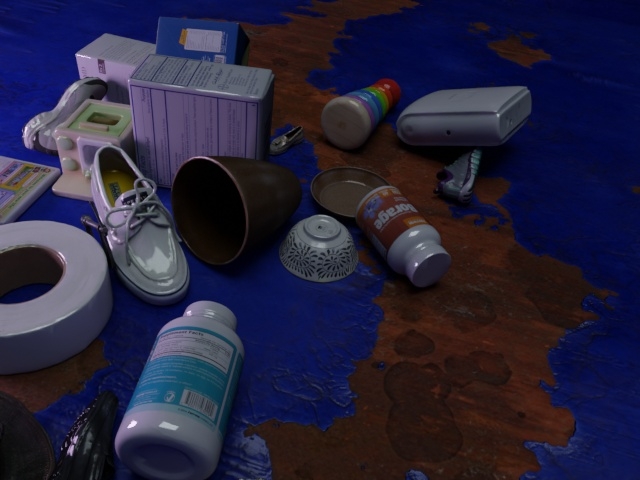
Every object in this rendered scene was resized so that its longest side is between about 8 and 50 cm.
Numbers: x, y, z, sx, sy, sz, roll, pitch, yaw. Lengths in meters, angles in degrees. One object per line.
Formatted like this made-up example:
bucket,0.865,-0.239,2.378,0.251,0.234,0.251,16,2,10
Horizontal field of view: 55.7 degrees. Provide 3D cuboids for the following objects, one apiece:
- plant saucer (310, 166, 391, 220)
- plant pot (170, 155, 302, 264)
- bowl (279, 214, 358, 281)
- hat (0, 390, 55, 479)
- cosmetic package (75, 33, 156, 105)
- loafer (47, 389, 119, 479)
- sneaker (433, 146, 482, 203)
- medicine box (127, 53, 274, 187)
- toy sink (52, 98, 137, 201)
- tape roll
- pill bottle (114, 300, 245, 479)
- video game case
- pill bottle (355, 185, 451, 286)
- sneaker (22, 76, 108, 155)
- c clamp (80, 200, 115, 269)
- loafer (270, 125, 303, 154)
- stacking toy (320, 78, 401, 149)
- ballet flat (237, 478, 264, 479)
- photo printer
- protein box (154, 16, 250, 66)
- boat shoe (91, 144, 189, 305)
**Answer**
plant saucer,0.074,-0.104,1.420,0.198,0.036,0.199,4,41,-3
plant pot,-0.149,-0.083,1.255,0.215,0.215,0.230,33,32,27
bowl,0.000,0.000,1.254,0.170,0.080,0.170,4,41,-3
hat,-0.535,0.288,0.799,0.331,0.134,0.331,4,41,-4
cosmetic package,-0.528,-0.446,1.637,0.183,0.151,0.151,14,41,9
loafer,-0.328,0.312,0.858,0.078,0.076,0.223,37,28,-21
sneaker,0.347,-0.183,1.521,0.098,0.083,0.224,13,41,14
medicine box,-0.263,-0.254,1.368,0.289,0.264,0.149,9,40,1
toy sink,-0.502,-0.211,1.383,0.152,0.131,0.234,10,41,3
tape roll,-0.514,0.089,1.057,0.286,0.100,0.286,4,41,-4
pill bottle,-0.198,0.217,0.921,0.146,0.146,0.264,9,40,1
video game case,-0.711,-0.113,1.321,0.193,0.023,0.212,12,40,6
pill bottle,0.172,-0.008,1.256,0.121,0.121,0.216,-14,45,-23
sneaker,-0.608,-0.302,1.503,0.108,0.100,0.272,26,55,3
c clamp,-0.419,-0.013,1.139,0.022,0.137,0.160,-25,17,-30
loafer,-0.091,-0.263,1.576,0.045,0.039,0.125,32,46,25
stacking toy,0.130,-0.372,1.680,0.141,0.141,0.330,22,37,17
ballet flat,-0.057,0.360,0.829,0.240,0.077,0.091,2,42,-5
photo printer,0.371,-0.332,1.614,0.307,0.107,0.256,7,30,37
protein box,-0.298,-0.435,1.523,0.201,0.200,0.136,6,1,6
boat shoe,-0.353,-0.052,1.170,0.135,0.156,0.367,-16,57,-25
